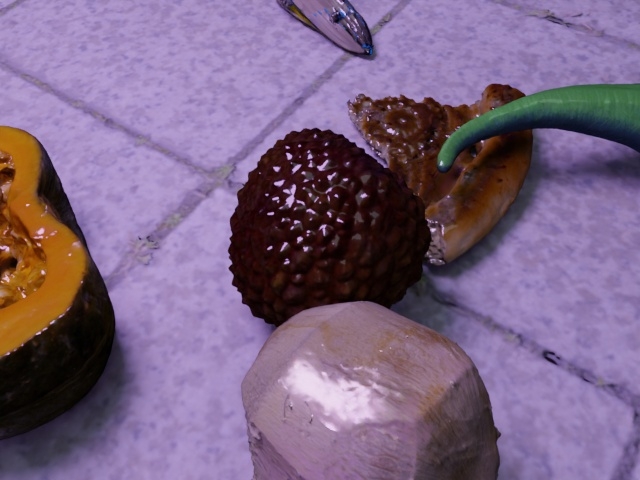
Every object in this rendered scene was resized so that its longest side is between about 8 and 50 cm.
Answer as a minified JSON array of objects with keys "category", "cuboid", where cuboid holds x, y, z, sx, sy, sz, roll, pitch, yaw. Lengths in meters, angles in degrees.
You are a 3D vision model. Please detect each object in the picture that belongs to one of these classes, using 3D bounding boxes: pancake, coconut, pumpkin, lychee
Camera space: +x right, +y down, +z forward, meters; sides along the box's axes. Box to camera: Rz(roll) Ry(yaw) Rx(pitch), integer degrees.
[{"category":"pancake","cuboid":[0.119,-0.110,0.734,0.244,0.057,0.266,32,60,23]},{"category":"coconut","cuboid":[0.040,0.143,0.473,0.194,0.194,0.194,-1,53,1]},{"category":"pumpkin","cuboid":[-0.327,0.034,0.593,0.222,0.139,0.317,-23,56,-17]},{"category":"lychee","cuboid":[0.000,0.000,0.592,0.188,0.188,0.188,-1,53,1]}]

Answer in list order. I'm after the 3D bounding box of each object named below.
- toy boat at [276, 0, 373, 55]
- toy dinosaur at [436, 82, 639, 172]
[{"category":"toy boat","cuboid":[0.007,-0.326,0.904,0.084,0.066,0.210,-44,67,12]},{"category":"toy dinosaur","cuboid":[0.410,-0.059,0.669,0.500,0.144,0.374,-30,69,-15]}]
